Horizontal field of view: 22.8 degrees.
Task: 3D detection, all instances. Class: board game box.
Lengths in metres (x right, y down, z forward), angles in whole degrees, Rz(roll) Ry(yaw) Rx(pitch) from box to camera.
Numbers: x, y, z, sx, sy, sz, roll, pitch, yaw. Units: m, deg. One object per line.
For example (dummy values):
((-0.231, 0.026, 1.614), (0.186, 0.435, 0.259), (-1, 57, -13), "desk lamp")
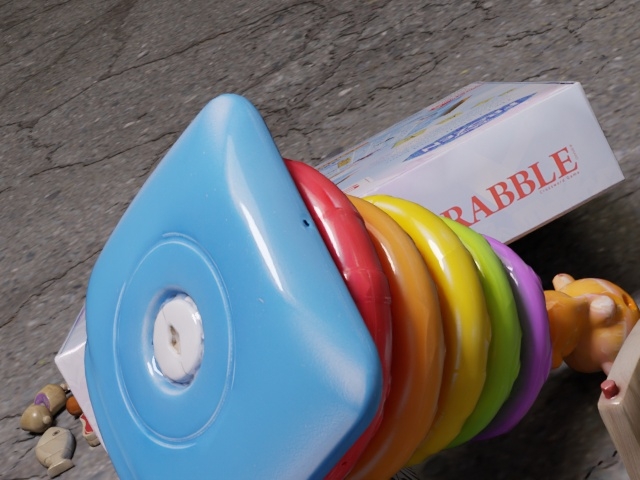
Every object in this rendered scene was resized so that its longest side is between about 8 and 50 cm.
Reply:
((0.000, 0.000, 0.993), (0.318, 0.066, 0.318), (-28, 7, 0), "board game box")

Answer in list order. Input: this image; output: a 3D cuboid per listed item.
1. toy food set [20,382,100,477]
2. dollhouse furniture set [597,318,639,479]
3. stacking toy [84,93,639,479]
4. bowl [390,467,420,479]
((-0.170, 0.115, 1.094), (0.078, 0.019, 0.122), (-32, 23, -11), "toy food set")
((0.219, 0.053, 0.651), (0.129, 0.129, 0.184), (-9, 29, 38), "dollhouse furniture set")
((0.050, 0.044, 0.776), (0.301, 0.175, 0.166), (0, -39, -40), "stacking toy")
((-0.039, 0.136, 0.827), (0.170, 0.080, 0.170), (-24, 22, 10), "bowl")
